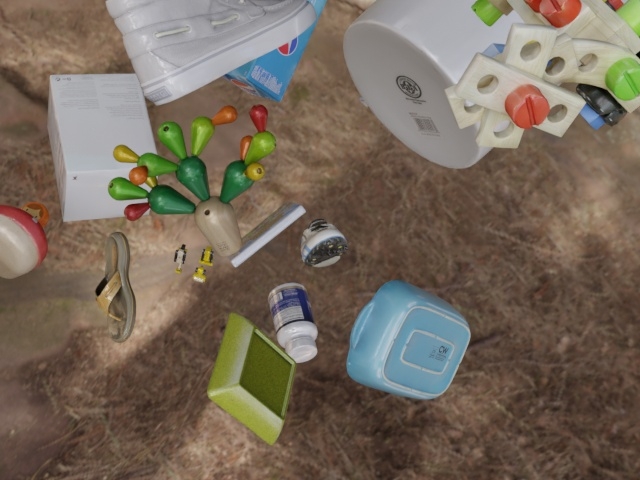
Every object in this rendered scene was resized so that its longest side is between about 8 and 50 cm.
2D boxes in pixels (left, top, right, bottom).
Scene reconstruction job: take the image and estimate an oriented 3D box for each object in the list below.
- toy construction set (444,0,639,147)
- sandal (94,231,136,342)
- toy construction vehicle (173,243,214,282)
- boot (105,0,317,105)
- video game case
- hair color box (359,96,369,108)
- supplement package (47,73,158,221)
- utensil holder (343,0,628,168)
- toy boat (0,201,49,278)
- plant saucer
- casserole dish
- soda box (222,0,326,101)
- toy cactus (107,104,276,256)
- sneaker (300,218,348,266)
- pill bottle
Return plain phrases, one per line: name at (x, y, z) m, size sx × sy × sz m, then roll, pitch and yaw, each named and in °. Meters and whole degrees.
toy construction set at (0.186, -0.206, 0.731) m, size 0.215 × 0.151 × 0.327 m, roll 33°, pitch 39°, yaw -33°
sandal at (-0.331, 0.073, 1.336) m, size 0.049 × 0.072 × 0.180 m, roll 4°, pitch 75°, yaw -42°
toy construction vehicle at (-0.281, 0.044, 1.885) m, size 0.086 × 0.098 × 0.035 m, roll 13°, pitch 39°, yaw -2°
boot at (-0.107, -0.247, 0.894) m, size 0.258 × 0.095 × 0.123 m, roll -41°, pitch 114°, yaw -44°
video game case at (-0.139, -0.019, 2.045) m, size 0.212 × 0.193 × 0.023 m, roll -39°, pitch 101°, yaw -6°
hair color box at (0.272, -0.360, 2.186) m, size 0.185 × 0.374 × 0.113 m, roll 34°, pitch 84°, yaw -23°
supplement package at (-0.492, -0.209, 1.893) m, size 0.199 × 0.198 × 0.262 m, roll -6°, pitch 62°, yaw -23°
utensil holder at (0.274, -0.357, 1.405) m, size 0.385 × 0.327 × 0.327 m, roll -43°, pitch 86°, yaw -15°
toy boat at (-0.615, -0.019, 1.716) m, size 0.151 × 0.231 × 0.151 m, roll 49°, pitch 61°, yaw -18°
plant saucer at (-0.111, 0.249, 1.557) m, size 0.188 × 0.045 × 0.188 m, roll 46°, pitch 39°, yaw -32°
casserole dish at (0.099, 0.110, 0.873) m, size 0.037 × 0.114 × 0.188 m, roll 24°, pitch -2°, yaw 39°
soda box at (-0.049, -0.284, 1.049) m, size 0.067 × 0.071 × 0.210 m, roll 28°, pitch 86°, yaw -47°
toy cactus at (-0.140, -0.060, 1.007) m, size 0.112 × 0.219 × 0.180 m, roll -105°, pitch 172°, yaw -63°
sneaker at (0.000, 0.000, 1.518) m, size 0.085 × 0.237 × 0.086 m, roll -18°, pitch 86°, yaw -4°
pill bottle at (-0.059, 0.189, 1.923) m, size 0.094 × 0.094 × 0.169 m, roll 8°, pitch 47°, yaw -28°
